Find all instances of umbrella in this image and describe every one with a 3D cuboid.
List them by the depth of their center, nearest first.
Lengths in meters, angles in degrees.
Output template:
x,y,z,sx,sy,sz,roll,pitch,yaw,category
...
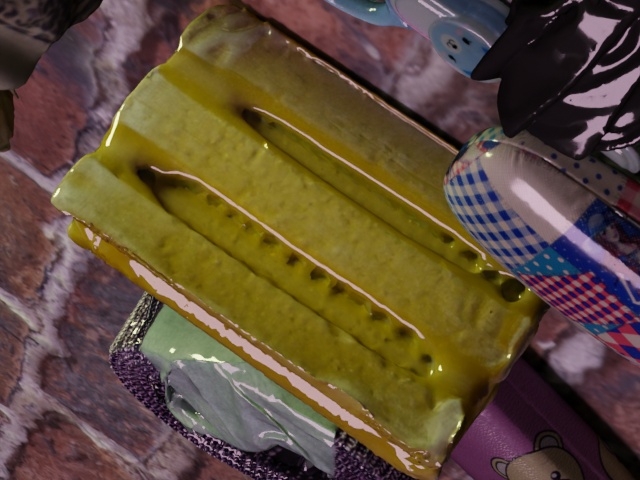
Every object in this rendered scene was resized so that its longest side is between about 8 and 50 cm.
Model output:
x,y,z,sx,sy,sz,roll,pitch,yaw,category
0.153,-0.160,0.824,0.118,0.118,0.340,31,149,14,umbrella

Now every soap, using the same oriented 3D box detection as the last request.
x,y,z,sx,sy,sz,roll,pitch,yaw,category
0.000,0.000,1.180,0.315,0.199,0.091,33,160,8,soap

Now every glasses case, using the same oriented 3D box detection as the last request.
x,y,z,sx,sy,sz,roll,pitch,yaw,category
0.220,0.039,1.083,0.327,0.076,0.125,35,160,-3,glasses case
0.145,0.148,1.388,0.316,0.076,0.123,45,154,-17,glasses case

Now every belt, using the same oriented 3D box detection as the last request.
x,y,z,sx,sy,sz,roll,pitch,yaw,category
-0.043,0.147,1.593,0.324,0.122,0.260,21,156,29,belt

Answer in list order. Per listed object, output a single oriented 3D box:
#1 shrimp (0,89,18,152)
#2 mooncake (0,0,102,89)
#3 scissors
x,y,z,sx,sy,sz,roll,pitch,yaw,category
-0.245,-0.194,1.273,0.168,0.077,0.317,15,138,25,shrimp
-0.157,-0.225,0.920,0.136,0.250,0.254,25,152,30,mooncake
0.090,-0.122,1.038,0.256,0.030,0.125,36,159,2,scissors
